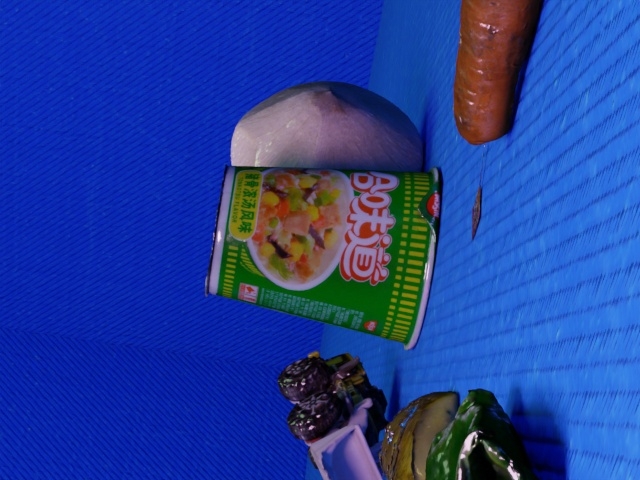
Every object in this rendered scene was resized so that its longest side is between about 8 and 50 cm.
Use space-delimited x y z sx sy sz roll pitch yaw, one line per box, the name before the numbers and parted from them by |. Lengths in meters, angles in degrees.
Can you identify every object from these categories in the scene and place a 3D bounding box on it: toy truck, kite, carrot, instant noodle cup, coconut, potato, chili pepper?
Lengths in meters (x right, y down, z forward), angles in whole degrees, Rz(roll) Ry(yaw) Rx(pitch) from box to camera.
toy truck | 0.028 0.210 1.595 0.286 0.111 0.136 -115 1 -71
kite | 0.133 -0.038 1.212 0.044 0.002 0.078 104 173 -73
carrot | 0.128 -0.151 1.055 0.060 0.060 0.186 -84 0 -53
instant noodle cup | 0.000 0.000 1.558 0.207 0.233 0.207 -171 90 -88
coconut | 0.005 -0.084 1.773 0.266 0.237 0.237 102 176 -55
potato | 0.078 0.184 1.156 0.198 0.054 0.119 -86 7 -67
chili pepper | 0.093 0.133 0.815 0.216 0.062 0.108 -86 11 -73
